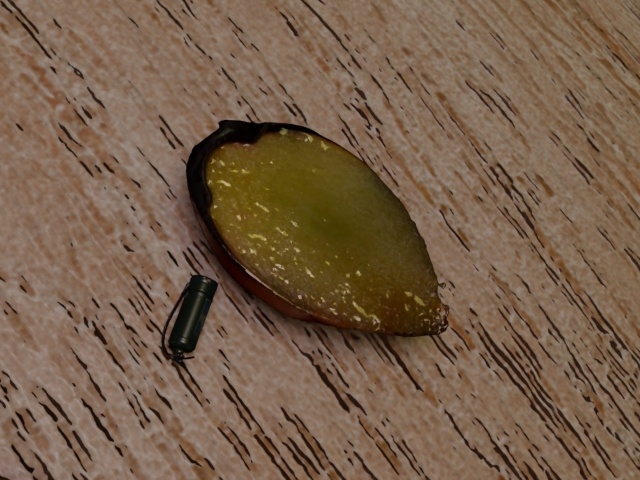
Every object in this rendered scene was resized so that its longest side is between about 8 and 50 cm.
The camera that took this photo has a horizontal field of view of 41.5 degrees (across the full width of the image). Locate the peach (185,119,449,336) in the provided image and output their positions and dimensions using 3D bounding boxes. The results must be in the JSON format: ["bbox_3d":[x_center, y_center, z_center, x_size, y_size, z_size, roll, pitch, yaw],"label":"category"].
[{"bbox_3d":[-0.002,0.001,0.781,0.279,0.068,0.189,43,56,1],"label":"peach"}]

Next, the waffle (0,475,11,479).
[{"bbox_3d":[-0.286,0.257,0.578,0.328,0.098,0.224,29,67,-7],"label":"waffle"}]

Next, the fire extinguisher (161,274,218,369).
[{"bbox_3d":[-0.117,0.072,0.740,0.038,0.025,0.083,5,65,23],"label":"fire extinguisher"}]
